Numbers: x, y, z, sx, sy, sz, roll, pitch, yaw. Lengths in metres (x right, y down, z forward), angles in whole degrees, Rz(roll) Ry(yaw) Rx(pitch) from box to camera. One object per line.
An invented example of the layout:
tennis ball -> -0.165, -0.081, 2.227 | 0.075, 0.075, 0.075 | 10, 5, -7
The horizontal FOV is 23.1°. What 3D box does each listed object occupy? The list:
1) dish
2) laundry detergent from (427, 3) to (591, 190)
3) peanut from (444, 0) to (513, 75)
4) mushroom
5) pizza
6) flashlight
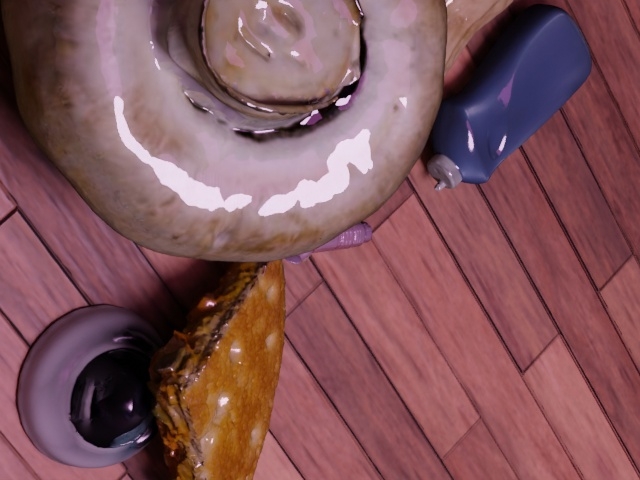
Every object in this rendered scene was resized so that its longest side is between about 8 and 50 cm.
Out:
dish -> -0.168, 0.129, 1.284 | 0.141, 0.078, 0.141 | -9, 105, -34
laundry detergent -> 0.169, -0.126, 1.477 | 0.206, 0.061, 0.097 | -47, 130, -16
peanut -> 0.091, -0.209, 1.367 | 0.257, 0.123, 0.123 | -49, 123, -17
mushroom -> -0.066, -0.154, 1.176 | 0.352, 0.260, 0.352 | -2, 96, -26
pizza -> -0.092, 0.122, 1.312 | 0.197, 0.058, 0.292 | 0, 101, -67
flashlight -> 0.000, 0.000, 1.404 | 0.110, 0.052, 0.031 | -7, 140, -40
